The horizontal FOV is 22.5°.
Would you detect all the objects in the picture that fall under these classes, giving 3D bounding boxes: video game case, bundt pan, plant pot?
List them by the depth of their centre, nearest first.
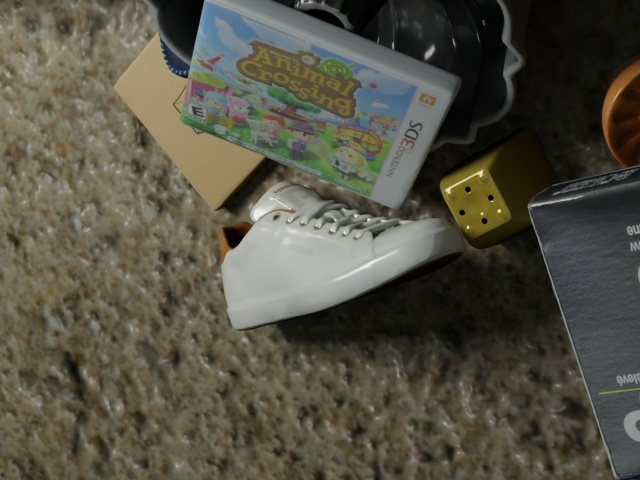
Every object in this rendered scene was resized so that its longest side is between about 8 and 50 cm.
[{"bbox_3d":[0.021,-0.218,1.301,0.331,0.124,0.331,16,150,10],"label":"bundt pan"},{"bbox_3d":[-0.007,-0.115,1.338,0.212,0.023,0.193,22,150,0],"label":"video game case"},{"bbox_3d":[0.148,-0.039,1.367,0.081,0.083,0.081,-28,88,32],"label":"plant pot"}]

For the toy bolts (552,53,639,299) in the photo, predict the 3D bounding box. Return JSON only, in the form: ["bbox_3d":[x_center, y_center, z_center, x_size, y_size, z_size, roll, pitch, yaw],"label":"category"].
[{"bbox_3d":[0.285,-0.023,1.296,0.218,0.158,0.228,26,110,-23],"label":"toy bolts"}]

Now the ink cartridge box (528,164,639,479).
[{"bbox_3d":[0.328,0.079,1.120,0.304,0.072,0.307,-14,100,34],"label":"ink cartridge box"}]

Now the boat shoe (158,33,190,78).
[{"bbox_3d":[-0.136,-0.273,1.447,0.109,0.089,0.258,-5,92,36],"label":"boat shoe"}]

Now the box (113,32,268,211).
[{"bbox_3d":[-0.088,-0.152,1.508,0.164,0.021,0.201,50,121,9],"label":"box"}]

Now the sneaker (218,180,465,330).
[{"bbox_3d":[0.000,0.000,1.426,0.290,0.106,0.123,-16,90,46],"label":"sneaker"}]
